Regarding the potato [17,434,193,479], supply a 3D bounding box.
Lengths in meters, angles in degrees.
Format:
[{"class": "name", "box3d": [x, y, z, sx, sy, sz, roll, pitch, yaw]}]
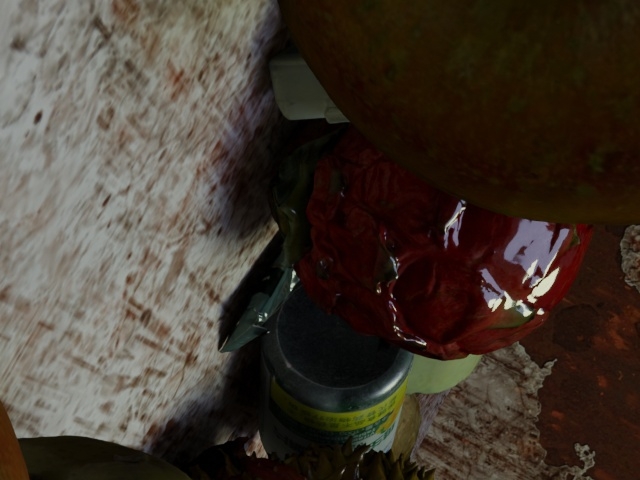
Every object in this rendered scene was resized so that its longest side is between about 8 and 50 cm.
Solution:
[{"class": "potato", "box3d": [-0.138, 0.221, 0.783, 0.202, 0.218, 0.351, -58, 170, -25]}]

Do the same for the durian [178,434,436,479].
[{"class": "durian", "box3d": [-0.037, 0.330, 1.253, 0.384, 0.347, 0.347, -25, 156, -14]}]

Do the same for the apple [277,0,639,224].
[{"class": "apple", "box3d": [0.158, -0.197, 0.756, 0.384, 0.374, 0.374, -54, 171, 19]}]

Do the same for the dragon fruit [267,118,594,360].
[{"class": "dragon fruit", "box3d": [0.094, -0.032, 1.105, 0.299, 0.244, 0.244, -15, 132, -62]}]

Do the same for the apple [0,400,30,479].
[{"class": "apple", "box3d": [-0.180, 0.101, 0.420, 0.196, 0.196, 0.196, -57, 167, -21]}]

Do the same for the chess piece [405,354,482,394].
[{"class": "chess piece", "box3d": [0.145, -0.040, 1.417, 0.234, 0.234, 0.442, -50, 168, -45]}]

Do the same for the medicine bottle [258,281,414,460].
[{"class": "medicine bottle", "box3d": [0.010, 0.153, 1.408, 0.141, 0.141, 0.293, -56, 167, -27]}]

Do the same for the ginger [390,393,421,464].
[{"class": "ginger", "box3d": [0.035, 0.244, 1.750, 0.221, 0.130, 0.276, 80, 33, -57]}]

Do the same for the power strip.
[{"class": "power strip", "box3d": [0.066, -0.147, 1.038, 0.270, 0.118, 0.046, -43, 125, -56]}]

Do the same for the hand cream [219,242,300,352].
[{"class": "hand cream", "box3d": [0.001, 0.000, 1.247, 0.248, 0.052, 0.075, -55, 165, -30]}]
